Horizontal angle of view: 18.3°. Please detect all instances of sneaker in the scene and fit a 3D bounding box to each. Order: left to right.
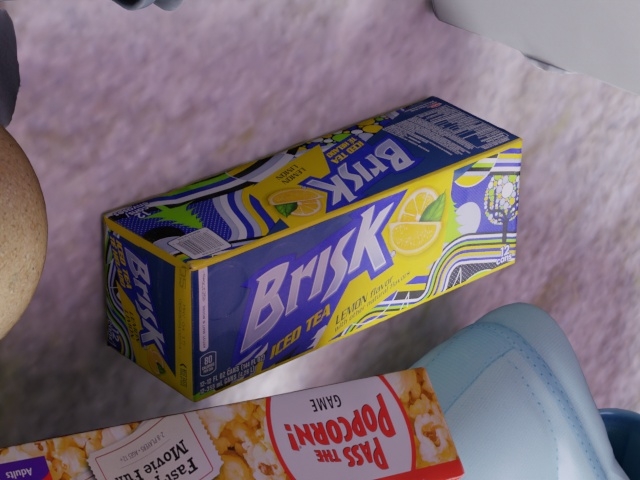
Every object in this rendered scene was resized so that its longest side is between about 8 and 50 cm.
[{"bbox_3d":[0.133,0.166,0.920,0.150,0.135,0.366,-47,138,-13],"label":"sneaker"}]

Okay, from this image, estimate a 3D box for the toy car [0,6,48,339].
[{"bbox_3d":[-0.142,-0.005,0.582,0.188,0.149,0.155,-45,151,-62],"label":"toy car"}]

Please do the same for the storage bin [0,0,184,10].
[{"bbox_3d":[-0.093,-0.126,0.568,0.091,0.098,0.135,-16,122,-28],"label":"storage bin"}]

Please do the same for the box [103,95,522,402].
[{"bbox_3d":[0.000,0.000,0.754,0.169,0.054,0.059,-21,125,-36],"label":"box"}]

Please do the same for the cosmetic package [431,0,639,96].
[{"bbox_3d":[0.093,-0.178,0.698,0.107,0.127,0.238,-40,136,-24],"label":"cosmetic package"}]

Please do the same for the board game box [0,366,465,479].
[{"bbox_3d":[-0.068,0.100,0.680,0.193,0.045,0.147,-8,161,-43],"label":"board game box"}]
